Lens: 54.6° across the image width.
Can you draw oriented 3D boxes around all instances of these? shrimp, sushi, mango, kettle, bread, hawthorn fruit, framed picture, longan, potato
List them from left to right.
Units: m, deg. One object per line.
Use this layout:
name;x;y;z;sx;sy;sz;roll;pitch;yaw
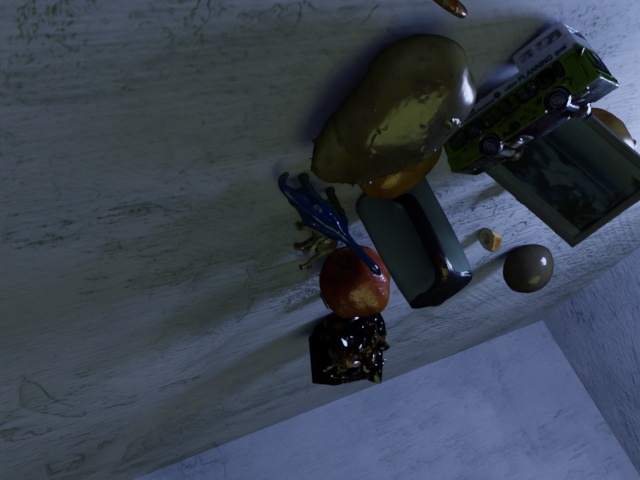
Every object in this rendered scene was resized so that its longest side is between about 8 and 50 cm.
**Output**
sushi;0.097;0.305;1.911;0.226;0.216;0.212;5;142;-15
hawthorn fruit;0.084;0.096;1.465;0.189;0.189;0.189;-22;156;-10
potato;0.108;-0.181;0.949;0.296;0.141;0.191;-36;152;27
mango;0.145;-0.138;1.148;0.164;0.089;0.115;-25;148;-12
kettle;0.193;-0.002;1.255;0.165;0.255;0.240;-22;159;-2
shrimp;0.138;-0.326;0.778;0.127;0.091;0.025;35;120;-25
bread;0.496;-0.002;1.830;0.103;0.049;0.062;13;101;-55
longan;0.720;0.089;2.125;0.204;0.159;0.185;-33;161;-32
framed picture;0.473;-0.150;1.231;0.232;0.315;0.024;-49;-176;42

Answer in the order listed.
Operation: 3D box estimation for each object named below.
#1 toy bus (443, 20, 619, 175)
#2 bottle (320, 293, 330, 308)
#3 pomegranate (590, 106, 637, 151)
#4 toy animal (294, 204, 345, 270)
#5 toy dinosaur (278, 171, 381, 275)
toy bus;0.351;-0.236;1.099;0.113;0.139;0.301;0;153;-45
bottle;0.053;0.146;1.688;0.101;0.047;0.063;-26;166;-4
pomegranate;0.564;-0.176;1.343;0.233;0.233;0.233;-22;156;-10
toy animal;0.000;0.000;1.316;0.099;0.057;0.241;-21;155;-14
toy dinosaur;0.015;-0.028;1.112;0.075;0.188;0.247;-39;153;11
